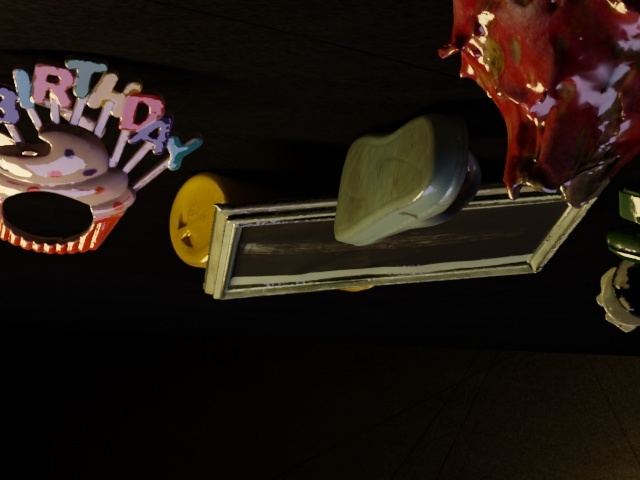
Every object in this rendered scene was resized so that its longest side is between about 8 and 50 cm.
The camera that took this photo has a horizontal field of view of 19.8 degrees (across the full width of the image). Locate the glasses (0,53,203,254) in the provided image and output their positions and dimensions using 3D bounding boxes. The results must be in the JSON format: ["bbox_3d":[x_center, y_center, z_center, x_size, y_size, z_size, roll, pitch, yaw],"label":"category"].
[{"bbox_3d":[-0.201,-0.079,1.125,0.255,0.095,0.162,7,145,-10],"label":"glasses"}]

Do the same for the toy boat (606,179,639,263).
[{"bbox_3d":[0.298,-0.001,1.256,0.210,0.052,0.104,14,-145,38],"label":"toy boat"}]

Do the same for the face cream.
[{"bbox_3d":[0.000,0.000,1.558,0.273,0.078,0.078,10,171,-42],"label":"face cream"}]

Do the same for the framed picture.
[{"bbox_3d":[0.058,0.001,1.419,0.293,0.018,0.231,-5,164,-7],"label":"framed picture"}]

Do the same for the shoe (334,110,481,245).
[{"bbox_3d":[0.068,-0.035,1.207,0.078,0.079,0.195,14,167,-13],"label":"shoe"}]

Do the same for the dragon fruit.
[{"bbox_3d":[0.125,-0.067,0.787,0.153,0.111,0.153,5,177,0],"label":"dragon fruit"}]

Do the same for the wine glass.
[{"bbox_3d":[0.317,0.052,1.825,0.072,0.072,0.155,4,174,3],"label":"wine glass"}]
